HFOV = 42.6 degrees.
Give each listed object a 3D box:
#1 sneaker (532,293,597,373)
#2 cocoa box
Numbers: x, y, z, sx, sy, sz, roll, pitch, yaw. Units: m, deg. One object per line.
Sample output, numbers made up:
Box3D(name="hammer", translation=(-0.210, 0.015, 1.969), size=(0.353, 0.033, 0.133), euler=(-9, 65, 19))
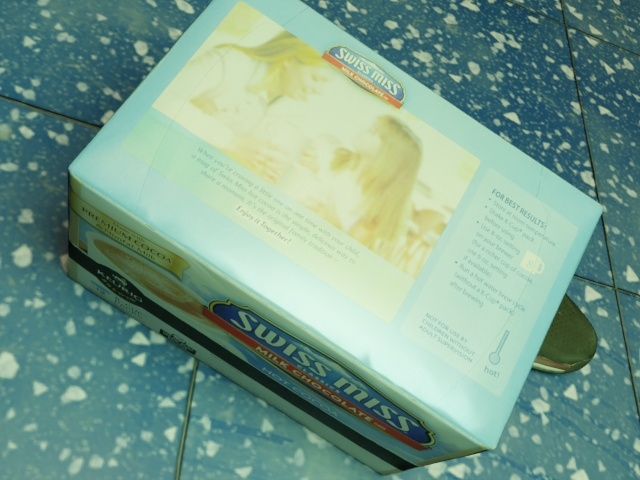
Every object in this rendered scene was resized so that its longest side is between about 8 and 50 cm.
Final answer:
Box3D(name="sneaker", translation=(0.198, 0.017, 0.843), size=(0.281, 0.162, 0.106), euler=(35, 49, 0))
Box3D(name="cocoa box", translation=(0.000, 0.000, 0.678), size=(0.347, 0.228, 0.231), euler=(34, 65, -2))
